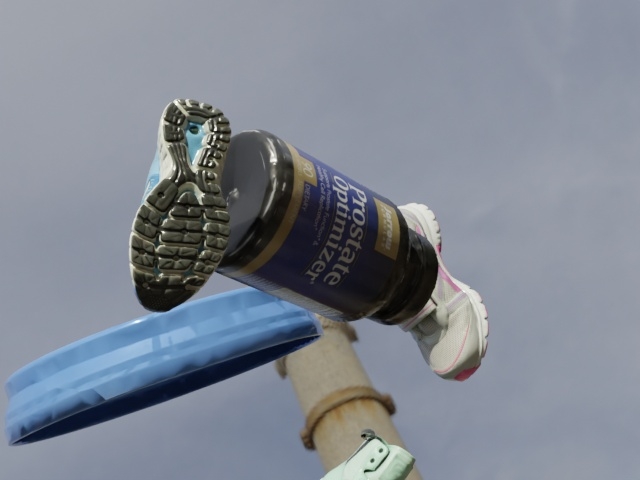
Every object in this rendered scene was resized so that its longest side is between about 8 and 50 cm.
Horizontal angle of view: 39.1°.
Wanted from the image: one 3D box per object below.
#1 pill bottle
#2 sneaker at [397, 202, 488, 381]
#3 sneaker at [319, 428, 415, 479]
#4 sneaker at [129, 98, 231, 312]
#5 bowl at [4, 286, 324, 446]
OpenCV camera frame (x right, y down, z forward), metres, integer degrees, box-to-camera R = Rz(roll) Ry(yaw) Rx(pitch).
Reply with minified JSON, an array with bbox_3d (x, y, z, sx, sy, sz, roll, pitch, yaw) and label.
[{"bbox_3d":[0.000,0.000,0.787,0.219,0.123,0.123,25,-68,-39],"label":"pill bottle"},{"bbox_3d":[0.109,0.061,1.091,0.111,0.252,0.103,5,-44,-38],"label":"sneaker"},{"bbox_3d":[0.074,0.361,1.253,0.094,0.256,0.151,41,-84,-19],"label":"sneaker"},{"bbox_3d":[-0.097,-0.018,0.633,0.063,0.162,0.073,16,-34,-12],"label":"sneaker"},{"bbox_3d":[-0.191,0.147,1.096,0.391,0.077,0.391,-20,-10,-3],"label":"bowl"}]
